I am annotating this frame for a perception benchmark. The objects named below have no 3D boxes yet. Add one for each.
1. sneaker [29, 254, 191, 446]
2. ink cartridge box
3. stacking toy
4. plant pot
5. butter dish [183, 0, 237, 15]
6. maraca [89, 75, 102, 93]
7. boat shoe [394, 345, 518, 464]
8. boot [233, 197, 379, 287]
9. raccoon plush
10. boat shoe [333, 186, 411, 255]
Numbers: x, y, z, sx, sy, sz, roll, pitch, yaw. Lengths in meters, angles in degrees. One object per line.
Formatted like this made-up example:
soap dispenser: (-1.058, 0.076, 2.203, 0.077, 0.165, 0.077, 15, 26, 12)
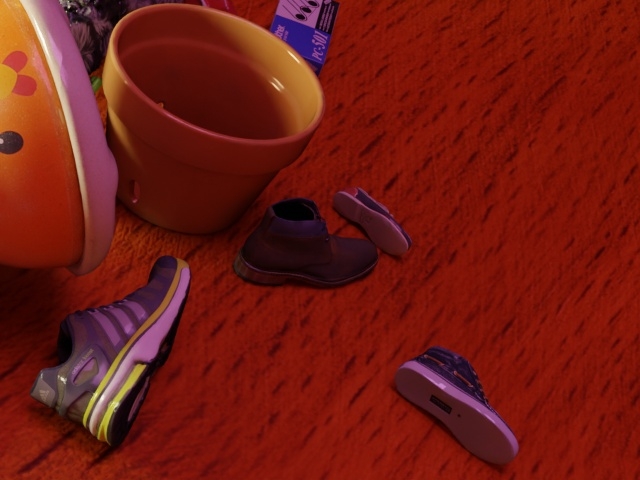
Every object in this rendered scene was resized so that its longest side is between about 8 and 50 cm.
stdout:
sneaker: (-0.234, 0.104, 1.813, 0.121, 0.111, 0.300, 22, 34, 2)
ink cartridge box: (-0.032, -0.332, 2.512, 0.097, 0.046, 0.207, 20, 37, -6)
stacking toy: (-0.488, -0.076, 1.714, 0.480, 0.350, 0.350, -17, 51, -20)
plant pot: (-0.162, -0.146, 2.076, 0.291, 0.203, 0.291, 16, 37, -12)
butter dish: (-0.179, -0.322, 2.355, 0.118, 0.160, 0.160, 22, 30, -45)
maraca: (-0.335, -0.143, 2.034, 0.099, 0.127, 0.185, 42, 44, -22)
boat shoe: (0.186, 0.199, 1.970, 0.183, 0.065, 0.083, 38, 40, 18)
boot: (0.000, 0.000, 2.072, 0.219, 0.106, 0.082, -5, 46, -34)
raccoon plush: (-0.392, -0.384, 2.193, 0.299, 0.216, 0.446, 10, 29, 24)
boat shoe: (0.079, -0.030, 2.207, 0.137, 0.049, 0.043, 38, 36, 24)
